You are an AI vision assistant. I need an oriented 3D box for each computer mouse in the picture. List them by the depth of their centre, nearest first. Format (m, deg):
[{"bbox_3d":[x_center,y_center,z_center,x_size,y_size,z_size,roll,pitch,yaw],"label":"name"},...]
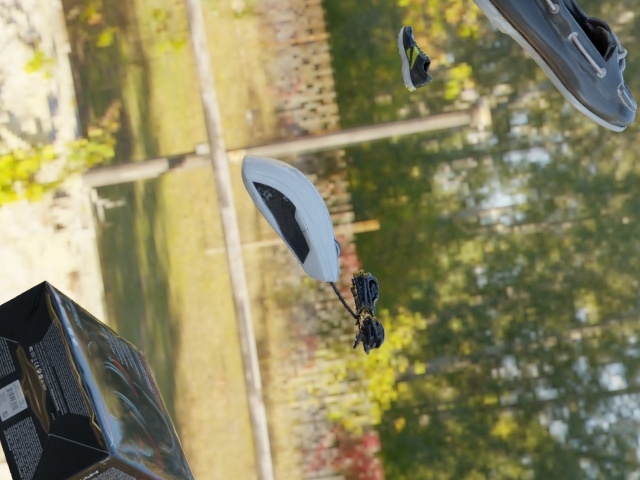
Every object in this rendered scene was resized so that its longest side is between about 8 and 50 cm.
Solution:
[{"bbox_3d":[0.000,0.000,1.084,0.193,0.042,0.106,54,17,-17],"label":"computer mouse"}]

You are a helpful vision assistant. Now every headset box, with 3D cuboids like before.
[{"bbox_3d":[-0.250,0.203,1.409,0.218,0.110,0.293,64,5,28],"label":"headset box"}]

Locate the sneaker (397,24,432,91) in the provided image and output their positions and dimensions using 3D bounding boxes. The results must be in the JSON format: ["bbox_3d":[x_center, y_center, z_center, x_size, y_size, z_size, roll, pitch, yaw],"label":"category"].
[{"bbox_3d":[0.116,-0.220,1.527,0.031,0.035,0.083,23,58,-66],"label":"sneaker"}]

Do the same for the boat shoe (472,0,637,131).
[{"bbox_3d":[0.278,-0.234,1.413,0.335,0.095,0.112,34,30,-36],"label":"boat shoe"}]
